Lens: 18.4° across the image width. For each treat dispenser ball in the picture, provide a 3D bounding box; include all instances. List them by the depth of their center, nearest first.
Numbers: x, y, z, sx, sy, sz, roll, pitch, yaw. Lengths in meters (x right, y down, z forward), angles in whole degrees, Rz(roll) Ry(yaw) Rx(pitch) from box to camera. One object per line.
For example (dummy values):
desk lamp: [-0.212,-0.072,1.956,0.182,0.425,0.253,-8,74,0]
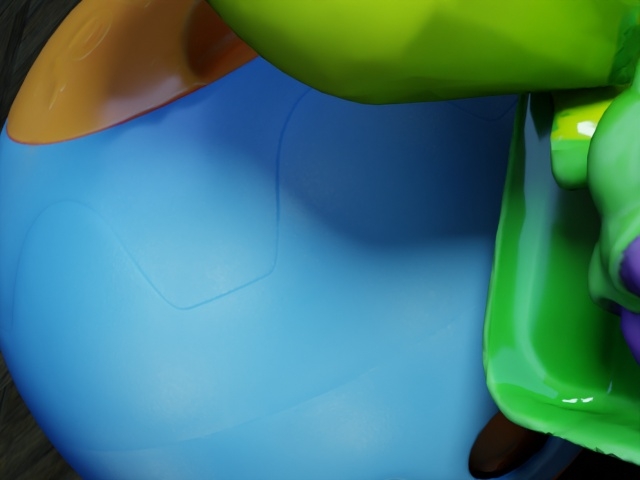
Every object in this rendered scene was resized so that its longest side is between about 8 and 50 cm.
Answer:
treat dispenser ball: [0.000,0.000,0.852,0.288,0.288,0.288,-46,29,35]

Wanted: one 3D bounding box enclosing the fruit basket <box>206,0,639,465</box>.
fruit basket: [0.106,-0.115,0.582,0.283,0.392,0.392,11,76,66]
